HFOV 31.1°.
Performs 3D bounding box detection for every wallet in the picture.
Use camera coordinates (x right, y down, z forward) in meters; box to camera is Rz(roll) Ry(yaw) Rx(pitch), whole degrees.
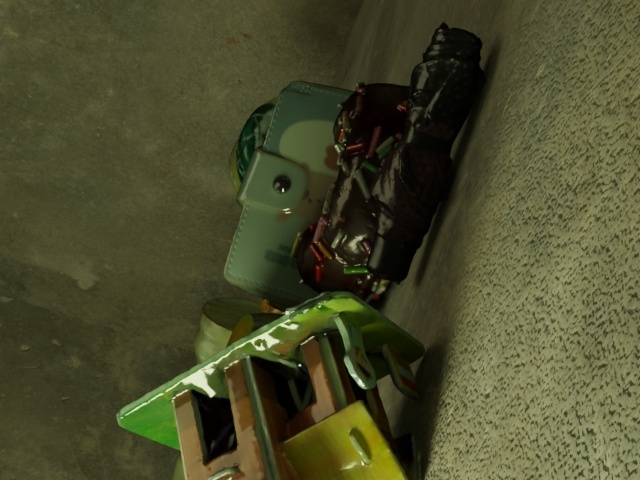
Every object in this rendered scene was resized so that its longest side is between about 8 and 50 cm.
[{"bbox_3d":[-0.008,-0.065,1.832,0.083,0.252,0.360,34,-107,-73],"label":"wallet"}]

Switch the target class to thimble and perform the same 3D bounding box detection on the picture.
[{"bbox_3d":[-0.067,-0.190,2.645,0.288,0.254,0.167,-46,-5,-30],"label":"thimble"}]

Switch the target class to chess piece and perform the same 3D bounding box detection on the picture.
[{"bbox_3d":[-0.212,0.371,2.599,0.234,0.234,0.442,-97,22,-75],"label":"chess piece"}]

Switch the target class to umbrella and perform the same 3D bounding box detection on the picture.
[{"bbox_3d":[0.124,-0.103,1.421,0.094,0.090,0.326,35,109,61],"label":"umbrella"}]

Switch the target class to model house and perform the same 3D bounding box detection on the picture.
[{"bbox_3d":[0.014,0.294,1.218,0.300,0.340,0.324,-29,53,18],"label":"model house"}]

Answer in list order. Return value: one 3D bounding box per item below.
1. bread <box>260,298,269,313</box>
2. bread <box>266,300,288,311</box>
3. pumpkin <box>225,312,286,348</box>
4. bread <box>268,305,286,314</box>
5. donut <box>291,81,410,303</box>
[{"bbox_3d":[-0.045,0.054,2.499,0.210,0.099,0.235,122,170,-60],"label":"bread"},{"bbox_3d":[0.000,0.001,2.017,0.361,0.138,0.077,-81,12,-53],"label":"bread"},{"bbox_3d":[-0.059,0.250,1.624,0.332,0.199,0.332,-164,90,-87],"label":"pumpkin"},{"bbox_3d":[-0.045,0.192,2.023,0.091,0.142,0.305,1,71,41],"label":"bread"},{"bbox_3d":[0.064,-0.066,1.647,0.259,0.136,0.345,-161,87,-82],"label":"donut"}]
